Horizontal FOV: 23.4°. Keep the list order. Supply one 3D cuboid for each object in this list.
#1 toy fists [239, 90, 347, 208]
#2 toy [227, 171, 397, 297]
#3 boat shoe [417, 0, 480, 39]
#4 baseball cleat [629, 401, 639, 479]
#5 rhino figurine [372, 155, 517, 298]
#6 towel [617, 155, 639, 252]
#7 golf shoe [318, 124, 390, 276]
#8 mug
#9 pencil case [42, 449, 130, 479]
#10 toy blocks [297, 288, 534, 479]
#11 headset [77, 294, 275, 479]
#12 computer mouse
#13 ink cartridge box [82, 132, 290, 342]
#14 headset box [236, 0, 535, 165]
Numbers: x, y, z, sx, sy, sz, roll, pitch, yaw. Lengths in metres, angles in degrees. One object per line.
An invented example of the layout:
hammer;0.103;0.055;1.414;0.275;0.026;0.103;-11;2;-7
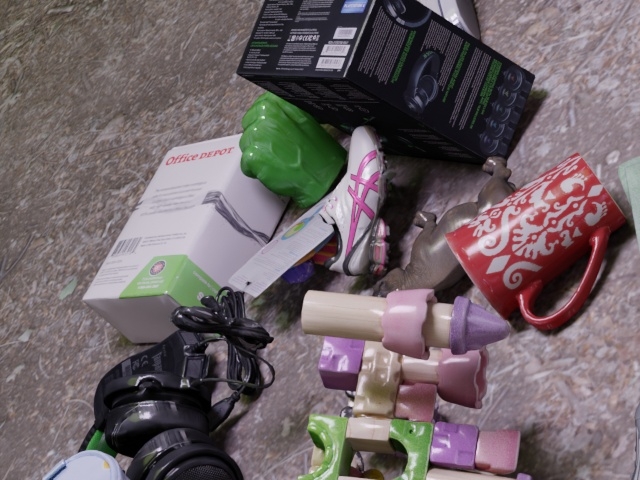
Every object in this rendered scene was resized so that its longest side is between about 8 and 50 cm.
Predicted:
toy fists;-0.020;-0.177;2.109;0.096;0.142;0.279;-22;31;52
toy;0.000;0.000;1.976;0.237;0.056;0.137;-44;17;-9
boat shoe;0.159;-0.346;2.170;0.088;0.096;0.268;-28;42;19
baseball cleat;0.281;0.223;1.354;0.109;0.072;0.206;-36;27;28
rhino figurine;0.139;0.013;1.778;0.243;0.073;0.106;-40;28;12
towel;0.454;-0.075;1.530;0.324;0.038;0.248;-31;34;24
golf shoe;0.041;-0.050;1.880;0.067;0.086;0.186;113;157;-81
mug;0.244;0.006;1.656;0.169;0.150;0.113;-37;-5;7
pencil case;-0.182;0.330;1.605;0.113;0.273;0.124;-34;39;7
toy blocks;0.113;0.226;1.466;0.260;0.309;0.289;5;63;13
headset;-0.194;0.234;1.781;0.394;0.185;0.243;-50;40;21
computer mouse;-0.173;0.195;1.971;0.262;0.060;0.184;-36;45;17
ink cartridge box;-0.178;-0.001;2.142;0.198;0.115;0.273;-6;48;47
headset box;0.087;-0.201;1.908;0.246;0.283;0.131;11;77;56
